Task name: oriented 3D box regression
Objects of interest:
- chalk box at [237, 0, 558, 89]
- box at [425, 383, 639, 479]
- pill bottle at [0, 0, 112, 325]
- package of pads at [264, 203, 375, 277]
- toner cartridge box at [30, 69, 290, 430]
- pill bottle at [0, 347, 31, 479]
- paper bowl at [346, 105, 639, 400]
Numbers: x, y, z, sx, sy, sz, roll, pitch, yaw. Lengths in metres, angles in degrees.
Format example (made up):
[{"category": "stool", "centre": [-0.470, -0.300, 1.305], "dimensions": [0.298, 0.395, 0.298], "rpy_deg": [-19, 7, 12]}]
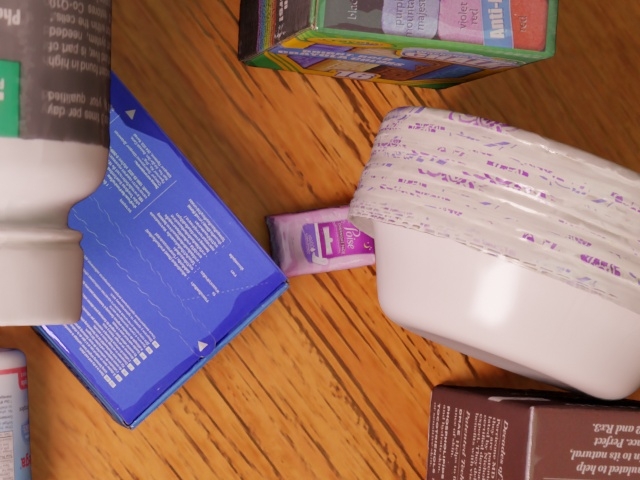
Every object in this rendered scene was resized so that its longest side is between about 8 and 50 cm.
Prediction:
[{"category": "chalk box", "centre": [0.064, -0.216, 1.318], "dimensions": [0.179, 0.289, 0.180], "rpy_deg": [5, 89, -17]}, {"category": "box", "centre": [0.188, 0.202, 1.401], "dimensions": [0.168, 0.203, 0.167], "rpy_deg": [5, 88, -17]}, {"category": "pill bottle", "centre": [-0.236, -0.127, 1.194], "dimensions": [0.204, 0.204, 0.361], "rpy_deg": [1, 89, -17]}, {"category": "package of pads", "centre": [0.000, 0.000, 1.433], "dimensions": [0.083, 0.032, 0.050], "rpy_deg": [-8, 95, -17]}, {"category": "toner cartridge box", "centre": [-0.197, -0.045, 1.351], "dimensions": [0.165, 0.075, 0.348], "rpy_deg": [-42, 101, -12]}, {"category": "pill bottle", "centre": [-0.251, 0.159, 1.328], "dimensions": [0.087, 0.087, 0.160], "rpy_deg": [-3, 91, -17]}, {"category": "paper bowl", "centre": [0.155, 0.020, 1.348], "dimensions": [0.284, 0.284, 0.148], "rpy_deg": [22, 85, -16]}]
